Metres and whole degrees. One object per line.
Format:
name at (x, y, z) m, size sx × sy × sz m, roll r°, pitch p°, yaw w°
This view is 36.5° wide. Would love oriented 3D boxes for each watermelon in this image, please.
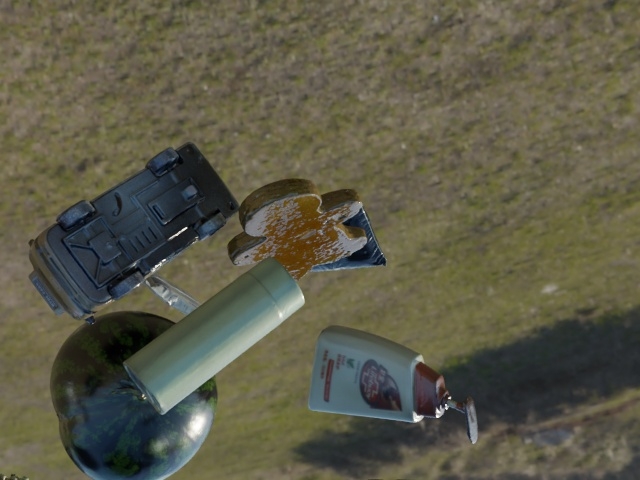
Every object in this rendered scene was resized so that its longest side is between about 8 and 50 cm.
watermelon at (-0.281, 0.239, 1.475) m, size 0.269 × 0.269 × 0.269 m, roll -13°, pitch 164°, yaw -4°

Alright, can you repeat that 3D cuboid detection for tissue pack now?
tissue pack at (-0.239, 0.093, 1.604) m, size 0.193 × 0.122 × 0.026 m, roll 38°, pitch 87°, yaw -36°

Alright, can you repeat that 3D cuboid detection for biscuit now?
biscuit at (-0.034, -0.018, 1.335) m, size 0.197 × 0.049 × 0.301 m, roll -27°, pitch 159°, yaw 4°

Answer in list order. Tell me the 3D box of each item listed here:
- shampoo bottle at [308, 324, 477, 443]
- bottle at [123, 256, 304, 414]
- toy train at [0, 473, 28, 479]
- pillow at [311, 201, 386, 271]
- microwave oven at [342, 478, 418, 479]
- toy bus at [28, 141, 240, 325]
shampoo bottle at (0.118, 0.237, 1.543) m, size 0.284 × 0.153 × 0.071 m, roll 15°, pitch -164°, yaw 28°
bottle at (-0.115, 0.102, 1.070) m, size 0.201 × 0.072 × 0.072 m, roll -37°, pitch 171°, yaw -19°
toy train at (-0.526, 0.464, 1.697) m, size 0.125 × 0.080 × 0.194 m, roll 26°, pitch 167°, yaw 13°
pillow at (0.000, 0.000, 1.617) m, size 0.208 × 0.055 × 0.141 m, roll -5°, pitch 132°, yaw 30°
microwave oven at (0.124, 0.295, 0.843) m, size 0.205 × 0.163 × 0.129 m, roll -4°, pitch 155°, yaw 27°
toy bus at (-0.262, -0.009, 1.337) m, size 0.289 × 0.139 × 0.157 m, roll -41°, pitch -174°, yaw -41°
